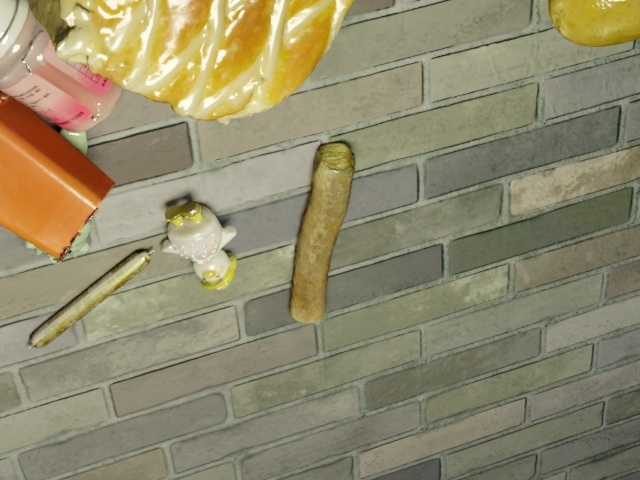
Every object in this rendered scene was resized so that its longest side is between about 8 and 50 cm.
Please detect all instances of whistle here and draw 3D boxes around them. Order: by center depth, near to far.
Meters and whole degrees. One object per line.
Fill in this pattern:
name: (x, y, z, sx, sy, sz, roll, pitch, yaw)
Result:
whistle: (-0.386, -0.062, 1.865, 0.110, 0.092, 0.244, 6, 125, -17)

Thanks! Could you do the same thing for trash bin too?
trash bin: (-0.418, -0.090, 1.713, 0.238, 0.184, 0.161, 37, 107, -7)

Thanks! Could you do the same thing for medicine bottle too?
medicine bottle: (-0.386, -0.257, 1.675, 0.147, 0.147, 0.247, -45, 131, 13)

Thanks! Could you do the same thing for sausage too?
sausage: (-0.378, 0.096, 2.036, 0.269, 0.033, 0.033, -38, 133, 6)

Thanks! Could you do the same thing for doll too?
doll: (-0.193, 0.011, 2.025, 0.129, 0.081, 0.207, -14, 136, 10)

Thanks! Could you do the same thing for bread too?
bread: (-0.148, -0.389, 1.595, 0.371, 0.279, 0.390, 21, 113, -39)

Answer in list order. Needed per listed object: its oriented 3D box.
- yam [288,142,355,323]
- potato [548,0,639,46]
yam: (0.000, 0.000, 2.109, 0.081, 0.081, 0.357, -7, 129, -21)
potato: (0.439, -0.385, 1.965, 0.158, 0.178, 0.203, -23, 159, 14)
